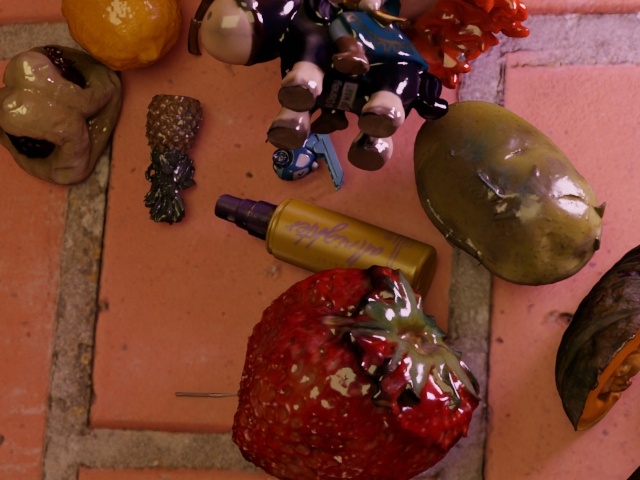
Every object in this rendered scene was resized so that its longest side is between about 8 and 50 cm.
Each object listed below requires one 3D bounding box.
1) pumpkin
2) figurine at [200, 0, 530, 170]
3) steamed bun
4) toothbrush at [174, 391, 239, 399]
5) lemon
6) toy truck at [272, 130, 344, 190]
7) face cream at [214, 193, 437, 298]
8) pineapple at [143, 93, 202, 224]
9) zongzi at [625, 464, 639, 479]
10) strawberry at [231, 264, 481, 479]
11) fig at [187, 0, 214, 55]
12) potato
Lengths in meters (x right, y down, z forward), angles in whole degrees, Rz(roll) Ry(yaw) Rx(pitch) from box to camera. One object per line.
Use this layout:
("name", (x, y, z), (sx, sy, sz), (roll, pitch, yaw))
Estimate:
("pumpkin", (0.336, 0.072, 1.852), (0.111, 0.163, 0.278), (43, 91, 18))
("figurine", (0.052, -0.263, 1.912), (0.306, 0.241, 0.412), (30, 58, 27))
("steamed bun", (-0.343, -0.169, 2.099), (0.141, 0.155, 0.172), (24, 86, 18))
("toothbrush", (-0.130, 0.188, 2.040), (0.097, 0.006, 0.008), (1, 82, 16))
("lemon", (-0.250, -0.290, 2.108), (0.142, 0.142, 0.187), (-44, 66, 3))
("toy truck", (-0.010, -0.098, 2.046), (0.090, 0.056, 0.073), (22, 79, 6))
("face cream", (0.000, 0.000, 2.006), (0.273, 0.078, 0.078), (20, 84, 19))
("pineapple", (-0.186, -0.099, 2.089), (0.074, 0.074, 0.159), (4, 86, 16))
("zongzi", (0.447, 0.378, 1.689), (0.403, 0.208, 0.432), (-47, 48, 4))
("strawberry", (0.022, 0.174, 1.898), (0.288, 0.250, 0.238), (-39, 105, 27))
("fig", (-0.107, -0.317, 2.085), (0.201, 0.134, 0.146), (-30, 58, 18))
("potato", (0.206, -0.054, 1.925), (0.169, 0.143, 0.248), (-39, 70, -7))
